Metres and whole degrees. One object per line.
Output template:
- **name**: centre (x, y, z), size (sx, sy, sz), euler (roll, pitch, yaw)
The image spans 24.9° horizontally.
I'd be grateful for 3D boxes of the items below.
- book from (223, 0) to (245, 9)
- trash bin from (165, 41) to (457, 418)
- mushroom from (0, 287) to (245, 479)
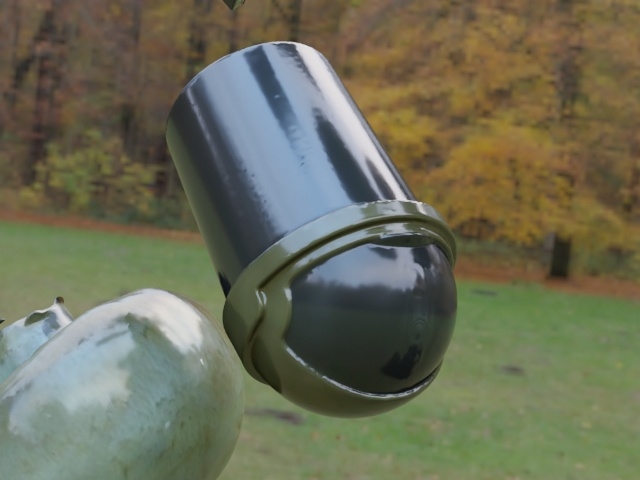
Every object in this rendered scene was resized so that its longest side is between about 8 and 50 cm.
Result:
- **book**: centre (-0.139, -0.352, 1.446), size (0.026, 0.231, 0.157), euler (-37, -5, -22)
- **trash bin**: centre (0.000, 0.000, 1.267), size (0.214, 0.334, 0.214), euler (-16, -34, -11)
- **mushroom**: centre (-0.233, 0.181, 1.418), size (0.352, 0.260, 0.352), euler (-33, -7, -4)
